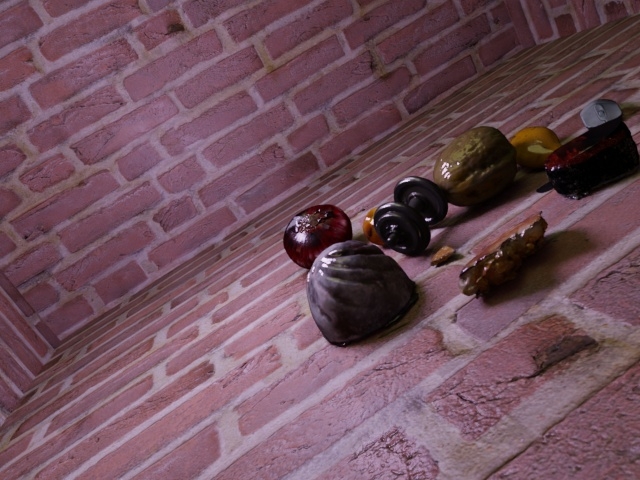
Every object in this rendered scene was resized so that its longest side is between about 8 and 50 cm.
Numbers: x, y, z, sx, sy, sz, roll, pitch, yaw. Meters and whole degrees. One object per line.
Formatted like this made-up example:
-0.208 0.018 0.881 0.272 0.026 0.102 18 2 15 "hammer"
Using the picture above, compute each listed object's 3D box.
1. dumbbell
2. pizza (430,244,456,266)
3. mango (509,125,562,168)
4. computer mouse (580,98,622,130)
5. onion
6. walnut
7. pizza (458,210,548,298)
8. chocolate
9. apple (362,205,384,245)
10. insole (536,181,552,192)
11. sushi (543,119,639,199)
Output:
0.282 -0.080 1.471 0.192 0.192 0.290 -11 31 48 "dumbbell"
0.349 0.045 1.316 0.083 0.025 0.078 -42 16 -28 "pizza"
0.718 -0.314 1.571 0.157 0.109 0.262 -25 19 6 "mango"
0.945 -0.434 1.597 0.113 0.068 0.229 -23 18 28 "computer mouse"
0.000 0.000 1.800 0.272 0.285 0.273 -9 58 14 "onion"
0.493 -0.235 1.525 0.282 0.228 0.283 -25 29 15 "walnut"
0.437 0.034 1.095 0.305 0.086 0.161 -34 -5 -19 "pizza"
0.083 0.107 1.277 0.303 0.213 0.303 -29 17 10 "chocolate"
0.211 -0.051 1.620 0.146 0.147 0.146 -28 17 9 "apple"
0.721 -0.189 1.386 0.188 0.004 0.064 -31 16 1 "insole"
0.723 -0.211 1.254 0.225 0.126 0.136 -33 17 14 "sushi"
